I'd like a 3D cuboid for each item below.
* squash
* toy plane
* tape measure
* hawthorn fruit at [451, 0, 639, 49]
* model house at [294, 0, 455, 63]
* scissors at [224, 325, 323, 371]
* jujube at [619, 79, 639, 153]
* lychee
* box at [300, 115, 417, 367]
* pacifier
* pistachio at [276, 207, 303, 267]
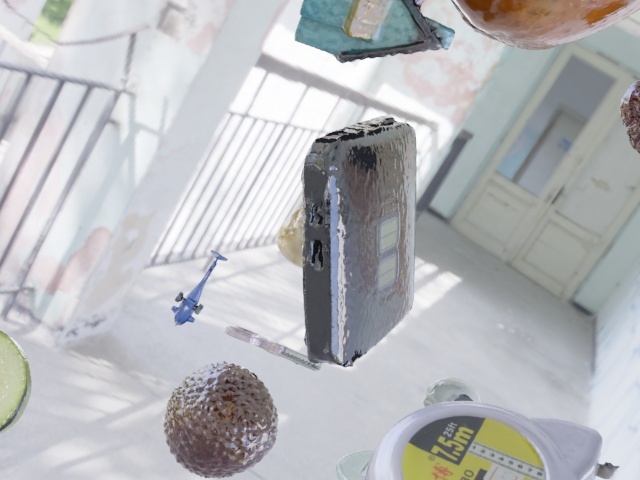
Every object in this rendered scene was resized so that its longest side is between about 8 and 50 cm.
[{"bbox_3d":[-0.756,0.313,1.733,0.252,0.252,0.049,33,-8,8],"label":"squash"},{"bbox_3d":[-0.228,0.093,1.458,0.054,0.167,0.062,32,22,-3],"label":"toy plane"},{"bbox_3d":[0.127,0.218,0.653,0.178,0.105,0.196,20,42,29],"label":"tape measure"},{"bbox_3d":[0.416,-0.568,1.423,0.472,0.471,0.472,29,14,-8],"label":"hawthorn fruit"},{"bbox_3d":[0.113,-0.389,1.290,0.249,0.230,0.280,18,17,0],"label":"model house"},{"bbox_3d":[-0.107,0.251,1.842,0.242,0.030,0.118,22,-2,13],"label":"scissors"},{"bbox_3d":[0.648,-0.236,1.564,0.104,0.104,0.166,19,63,-40],"label":"jujube"},{"bbox_3d":[-0.223,0.391,1.719,0.261,0.260,0.260,29,14,-8],"label":"lychee"},{"bbox_3d":[0.068,-0.009,1.240,0.091,0.350,0.359,5,15,24],"label":"box"},{"bbox_3d":[0.207,0.361,1.317,0.343,0.269,0.288,13,4,13],"label":"pacifier"},{"bbox_3d":[0.000,0.000,1.589,0.200,0.117,0.145,-4,80,-47],"label":"pistachio"}]
